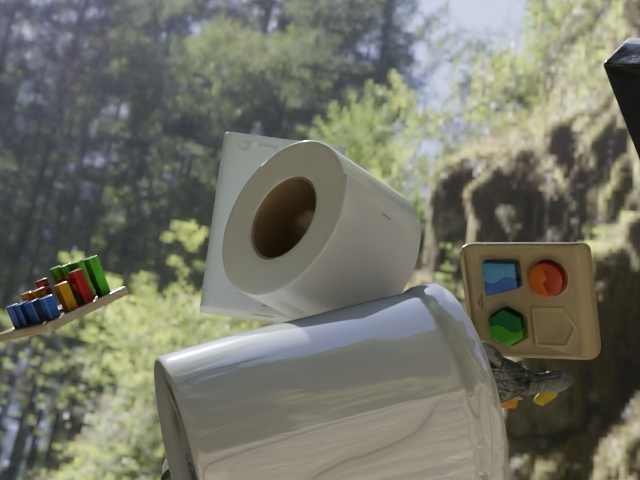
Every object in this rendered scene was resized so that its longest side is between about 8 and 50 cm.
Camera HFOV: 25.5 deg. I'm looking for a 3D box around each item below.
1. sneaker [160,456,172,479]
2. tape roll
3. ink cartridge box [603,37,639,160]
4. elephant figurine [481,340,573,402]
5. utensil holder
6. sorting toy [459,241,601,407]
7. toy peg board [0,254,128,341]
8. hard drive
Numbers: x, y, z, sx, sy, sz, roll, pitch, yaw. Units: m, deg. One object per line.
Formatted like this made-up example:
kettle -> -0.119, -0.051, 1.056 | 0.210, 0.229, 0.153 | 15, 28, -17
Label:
sneaker -> -0.133, 0.360, 2.260 | 0.145, 0.147, 0.385 | -5, -24, 14
tape roll -> 0.000, 0.000, 2.050 | 0.246, 0.246, 0.169 | -18, -37, 39
ink cartridge box -> 0.471, -0.091, 1.712 | 0.165, 0.065, 0.333 | 12, -40, 51
elephant figurine -> 0.265, 0.230, 2.379 | 0.239, 0.186, 0.169 | -7, -61, 41
utensil holder -> 0.005, 0.256, 1.843 | 0.385, 0.328, 0.328 | -13, -26, -14
sorting toy -> 0.366, 0.152, 2.453 | 0.229, 0.041, 0.307 | -2, -73, 24
toy peg board -> -0.424, 0.089, 2.264 | 0.161, 0.160, 0.079 | -14, -81, 47
hard drive -> -0.075, -0.019, 2.291 | 0.203, 0.308, 0.040 | 7, -22, -2
